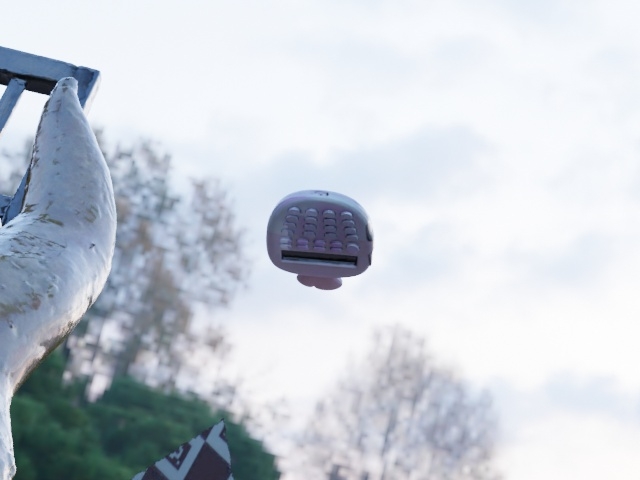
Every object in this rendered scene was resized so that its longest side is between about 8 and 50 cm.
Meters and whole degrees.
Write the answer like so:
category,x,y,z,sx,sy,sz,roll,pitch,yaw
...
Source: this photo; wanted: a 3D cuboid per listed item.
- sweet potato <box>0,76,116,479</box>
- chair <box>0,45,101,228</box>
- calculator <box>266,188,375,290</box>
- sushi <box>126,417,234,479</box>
category,x,y,z,sx,sy,sz,roll,pitch,yaw
sweet potato,-0.136,0.026,0.726,0.067,0.281,0.059,34,-58,-13
chair,-0.308,-0.041,1.113,0.203,0.416,0.240,13,-31,8
calculator,0.000,0.000,1.547,0.103,0.024,0.166,5,-31,1
sushi,-0.152,0.286,1.327,0.219,0.231,0.047,-35,-40,30
